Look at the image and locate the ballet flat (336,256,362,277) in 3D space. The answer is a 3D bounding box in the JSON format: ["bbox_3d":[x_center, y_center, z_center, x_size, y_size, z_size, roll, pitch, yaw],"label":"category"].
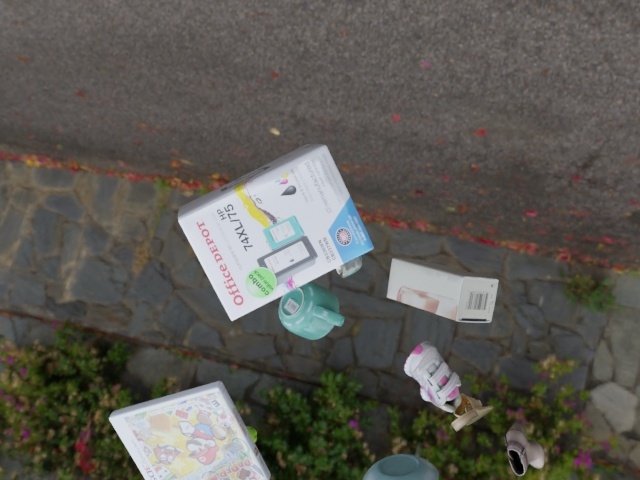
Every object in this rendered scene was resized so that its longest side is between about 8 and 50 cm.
[{"bbox_3d":[0.000,0.000,1.516,0.213,0.068,0.072,43,157,26],"label":"ballet flat"}]

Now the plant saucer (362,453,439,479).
[{"bbox_3d":[0.200,0.583,1.771,0.195,0.037,0.195,-8,-169,2],"label":"plant saucer"}]

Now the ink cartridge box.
[{"bbox_3d":[-0.085,-0.023,1.225,0.198,0.270,0.197,64,174,-12],"label":"ink cartridge box"}]

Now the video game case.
[{"bbox_3d":[-0.229,0.361,1.229,0.227,0.206,0.026,-19,-162,17],"label":"video game case"}]

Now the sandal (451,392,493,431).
[{"bbox_3d":[0.386,0.439,1.849,0.079,0.088,0.240,55,-161,21],"label":"sandal"}]

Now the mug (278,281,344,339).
[{"bbox_3d":[-0.025,0.155,1.649,0.157,0.129,0.097,-27,141,32],"label":"mug"}]

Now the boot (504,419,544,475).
[{"bbox_3d":[0.350,0.372,1.207,0.042,0.087,0.118,-23,105,32],"label":"boot"}]

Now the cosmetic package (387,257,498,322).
[{"bbox_3d":[0.347,0.140,2.027,0.153,0.129,0.296,5,-174,-34],"label":"cosmetic package"}]

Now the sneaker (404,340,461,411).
[{"bbox_3d":[0.301,0.350,1.788,0.111,0.103,0.252,29,160,45],"label":"sneaker"}]

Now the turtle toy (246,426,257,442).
[{"bbox_3d":[-0.211,0.483,1.665,0.130,0.095,0.066,-14,153,-40],"label":"turtle toy"}]
